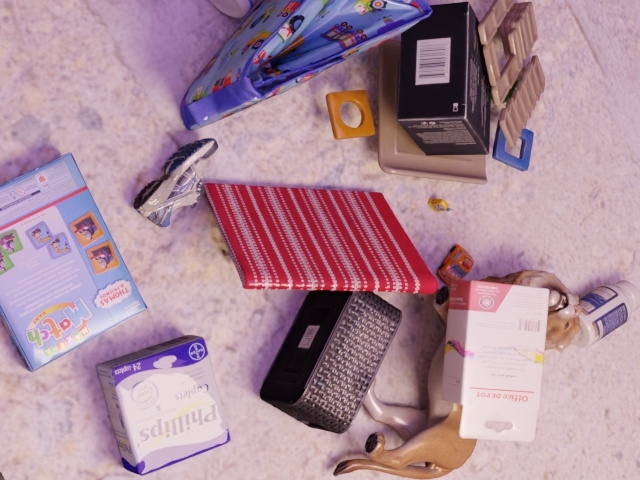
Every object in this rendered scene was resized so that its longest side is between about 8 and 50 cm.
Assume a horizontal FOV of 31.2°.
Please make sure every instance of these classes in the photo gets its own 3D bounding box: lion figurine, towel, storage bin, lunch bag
[{"bbox_3d":[0.194,0.194,1.581,0.240,0.142,0.392,33,87,-30],"label":"lion figurine"},{"bbox_3d":[0.000,0.000,1.461,0.275,0.199,0.031,2,128,-28],"label":"towel"},{"bbox_3d":[0.013,0.147,1.477,0.084,0.122,0.180,33,73,-22],"label":"storage bin"},{"bbox_3d":[-0.049,-0.238,1.408,0.293,0.221,0.138,-40,105,-23],"label":"lunch bag"}]

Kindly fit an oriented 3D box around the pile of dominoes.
[{"bbox_3d":[0.257,-0.254,1.600,0.251,0.040,0.196,-55,136,-52],"label":"pile of dominoes"}]

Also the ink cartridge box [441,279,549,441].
[{"bbox_3d":[0.222,0.154,1.473,0.115,0.067,0.198,7,86,-18],"label":"ink cartridge box"}]

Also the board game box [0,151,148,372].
[{"bbox_3d":[-0.321,0.025,1.356,0.160,0.039,0.211,-29,100,-25],"label":"board game box"}]

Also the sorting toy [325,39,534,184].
[{"bbox_3d":[0.150,-0.177,1.609,0.347,0.047,0.196,5,79,-30],"label":"sorting toy"}]

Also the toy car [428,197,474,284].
[{"bbox_3d":[0.179,0.003,1.617,0.060,0.040,0.122,-36,104,-24],"label":"toy car"}]

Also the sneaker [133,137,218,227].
[{"bbox_3d":[-0.173,-0.072,1.439,0.135,0.052,0.058,-48,118,-13],"label":"sneaker"}]

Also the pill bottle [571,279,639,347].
[{"bbox_3d":[0.423,0.107,1.724,0.120,0.067,0.067,-28,100,-26],"label":"pill bottle"}]

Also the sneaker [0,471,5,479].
[{"bbox_3d":[-0.456,0.317,1.239,0.276,0.097,0.135,-12,93,-30],"label":"sneaker"}]

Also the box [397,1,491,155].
[{"bbox_3d":[0.165,-0.206,1.497,0.158,0.093,0.156,34,57,-66],"label":"box"}]

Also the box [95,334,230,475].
[{"bbox_3d":[-0.190,0.199,1.397,0.126,0.072,0.137,-17,96,-27],"label":"box"}]

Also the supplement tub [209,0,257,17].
[{"bbox_3d":[-0.096,-0.346,1.475,0.071,0.071,0.107,42,70,-19],"label":"supplement tub"}]
